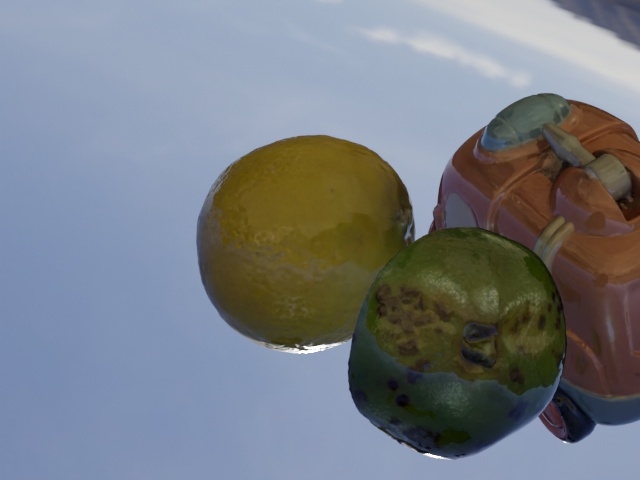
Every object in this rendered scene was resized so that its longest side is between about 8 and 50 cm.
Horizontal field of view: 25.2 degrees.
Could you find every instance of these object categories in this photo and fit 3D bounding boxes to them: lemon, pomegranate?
[{"bbox_3d":[0.000,0.000,1.569,0.219,0.240,0.240,-11,179,31],"label":"lemon"},{"bbox_3d":[0.088,0.066,0.880,0.122,0.143,0.169,16,168,9],"label":"pomegranate"}]

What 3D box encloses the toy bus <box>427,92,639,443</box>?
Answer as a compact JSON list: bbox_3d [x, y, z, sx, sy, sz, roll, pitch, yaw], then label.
[{"bbox_3d":[0.207,0.005,1.159,0.194,0.232,0.287,-31,-136,-13],"label":"toy bus"}]
